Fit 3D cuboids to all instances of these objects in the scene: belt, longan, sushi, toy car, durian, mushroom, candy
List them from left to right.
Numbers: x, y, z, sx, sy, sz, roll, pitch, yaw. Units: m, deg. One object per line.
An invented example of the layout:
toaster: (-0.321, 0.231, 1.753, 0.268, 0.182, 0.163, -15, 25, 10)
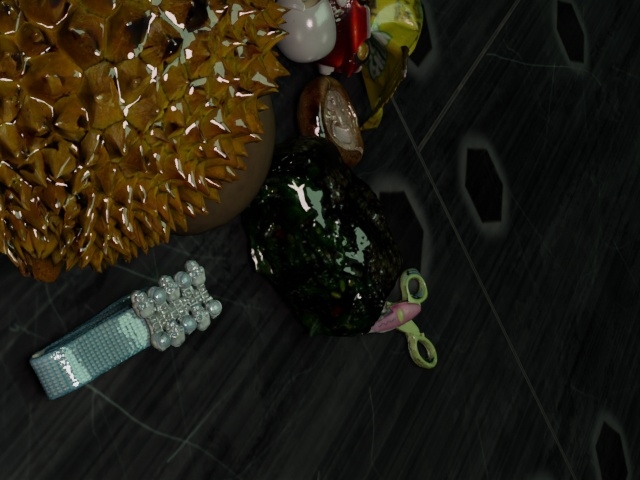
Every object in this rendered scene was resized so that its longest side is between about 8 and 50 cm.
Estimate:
durian: (-0.195, -0.158, 1.048, 0.347, 0.347, 0.384, 11, 82, -55)
belt: (-0.180, 0.087, 1.205, 0.179, 0.100, 0.065, -37, 106, -52)
longan: (-0.125, -0.098, 1.291, 0.189, 0.189, 0.189, 26, 58, -50)
toy car: (-0.006, -0.256, 1.600, 0.112, 0.112, 0.139, -32, 122, -40)
sushi: (0.000, 0.000, 1.483, 0.225, 0.124, 0.127, 61, 36, -23)
mushroom: (0.010, -0.141, 1.617, 0.123, 0.052, 0.123, 40, 43, -52)
candy: (0.084, -0.297, 1.702, 0.187, 0.081, 0.297, 115, -21, -67)

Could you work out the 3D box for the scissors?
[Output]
scissors: (0.095, 0.094, 1.690, 0.187, 0.020, 0.134, 12, 66, -57)
